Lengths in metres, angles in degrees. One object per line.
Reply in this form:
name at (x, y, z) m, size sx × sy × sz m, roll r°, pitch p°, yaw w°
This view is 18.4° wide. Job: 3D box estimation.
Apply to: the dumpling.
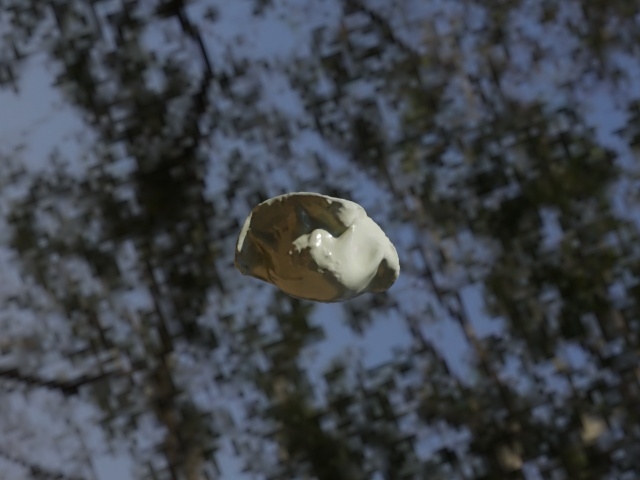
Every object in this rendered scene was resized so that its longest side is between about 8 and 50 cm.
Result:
dumpling at (0.002, 0.000, 2.169) m, size 0.169 × 0.100 × 0.134 m, roll 20°, pitch -53°, yaw 15°
